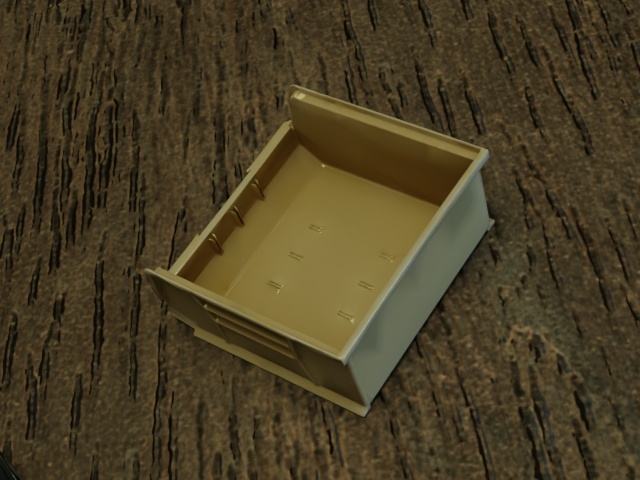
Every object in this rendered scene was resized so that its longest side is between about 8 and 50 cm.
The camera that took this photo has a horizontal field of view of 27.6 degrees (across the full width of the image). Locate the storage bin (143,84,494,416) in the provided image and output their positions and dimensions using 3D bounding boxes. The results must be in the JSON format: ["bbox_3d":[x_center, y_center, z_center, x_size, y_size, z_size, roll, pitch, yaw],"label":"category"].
[{"bbox_3d":[0.000,0.000,1.312,0.260,0.123,0.262,22,64,29],"label":"storage bin"}]

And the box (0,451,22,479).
[{"bbox_3d":[-0.352,0.323,1.225,0.220,0.051,0.175,-37,53,-11],"label":"box"}]
